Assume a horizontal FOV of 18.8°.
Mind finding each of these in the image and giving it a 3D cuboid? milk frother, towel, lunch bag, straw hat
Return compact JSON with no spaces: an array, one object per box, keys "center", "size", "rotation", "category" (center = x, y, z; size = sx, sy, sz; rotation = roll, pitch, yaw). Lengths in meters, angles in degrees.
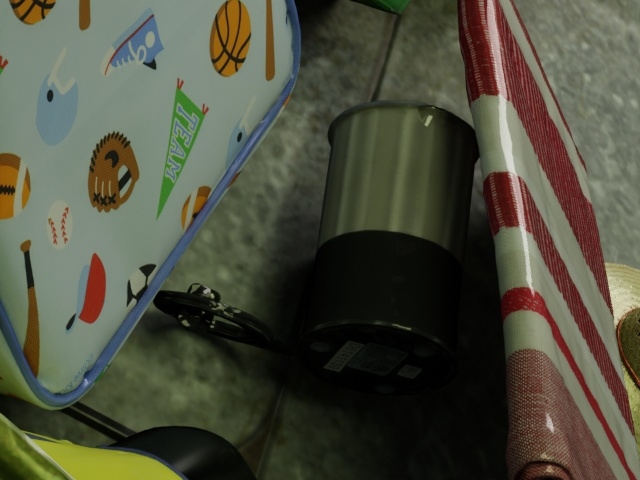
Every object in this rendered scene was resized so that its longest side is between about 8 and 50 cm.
[{"center":[0.000,0.000,1.010],"size":[0.143,0.129,0.135],"rotation":[26,56,-29],"category":"milk frother"},{"center":[0.122,0.030,1.033],"size":[0.237,0.037,0.329],"rotation":[58,23,-51],"category":"towel"},{"center":[-0.128,-0.074,0.922],"size":[0.303,0.115,0.243],"rotation":[-56,141,-38],"category":"lunch bag"},{"center":[0.215,0.067,1.172],"size":[0.144,0.061,0.144],"rotation":[17,57,-28],"category":"straw hat"}]

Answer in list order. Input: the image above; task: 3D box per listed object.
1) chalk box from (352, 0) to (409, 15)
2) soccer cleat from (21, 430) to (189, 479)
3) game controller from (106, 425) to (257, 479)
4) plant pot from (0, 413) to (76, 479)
[{"center":[0.016,-0.216,1.102],"size":[0.213,0.132,0.132],"rotation":[33,91,-17],"category":"chalk box"},{"center":[-0.134,0.119,0.839],"size":[0.289,0.093,0.121],"rotation":[28,37,5],"category":"soccer cleat"},{"center":[-0.035,0.241,0.915],"size":[0.166,0.067,0.319],"rotation":[-19,79,-55],"category":"game controller"},{"center":[-0.235,0.241,0.605],"size":[0.366,0.366,0.353],"rotation":[46,60,-7],"category":"plant pot"}]
